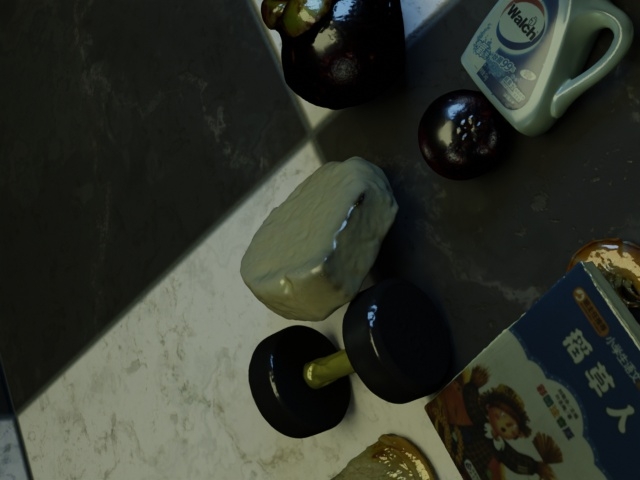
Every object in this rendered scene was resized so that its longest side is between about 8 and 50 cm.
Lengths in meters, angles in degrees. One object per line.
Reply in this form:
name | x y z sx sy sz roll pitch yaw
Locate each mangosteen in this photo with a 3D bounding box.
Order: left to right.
mangosteen | 0.025 -0.373 1.509 0.233 0.288 0.287 -1 87 21
mangosteen | 0.231 -0.171 1.415 0.153 0.153 0.152 -3 86 43

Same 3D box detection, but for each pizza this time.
pizza | 0.104 0.440 1.560 0.262 0.034 0.181 -18 77 41

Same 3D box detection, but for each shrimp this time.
shrimp | 0.423 0.119 1.266 0.150 0.068 0.248 7 94 35

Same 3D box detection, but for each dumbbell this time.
dumbbell | 0.046 0.211 1.511 0.323 0.204 0.203 -29 69 38

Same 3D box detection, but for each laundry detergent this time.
laundry detergent | 0.363 -0.316 1.315 0.280 0.105 0.214 -47 57 28

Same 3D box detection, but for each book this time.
book | 0.343 0.270 1.291 0.300 0.039 0.428 61 137 26

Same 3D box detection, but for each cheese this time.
cheese | 0.000 0.000 1.521 0.318 0.115 0.326 -42 28 10
